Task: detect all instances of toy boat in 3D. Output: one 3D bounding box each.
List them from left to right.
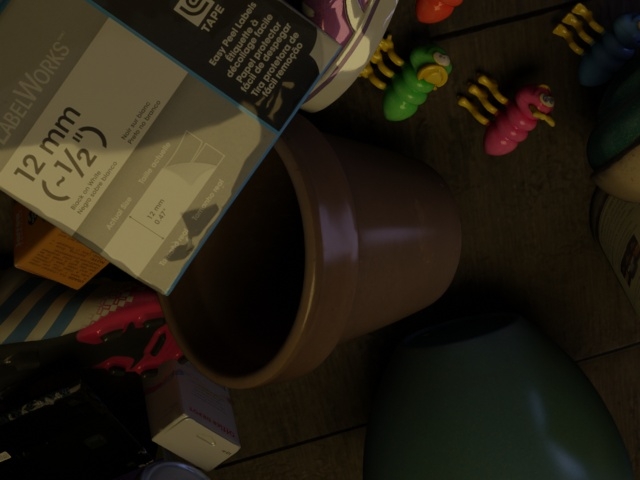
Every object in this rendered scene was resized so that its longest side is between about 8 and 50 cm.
[{"bbox_3d":[0.370,-0.166,1.483,0.318,0.267,0.148,-39,87,5],"label":"toy boat"}]

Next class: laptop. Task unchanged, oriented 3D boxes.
[{"bbox_3d":[-0.299,0.201,1.614,0.234,0.136,0.264,-24,141,5],"label":"laptop"}]

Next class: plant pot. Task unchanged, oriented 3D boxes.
[{"bbox_3d":[0.000,0.000,1.497,0.229,0.263,0.263,-3,134,-39],"label":"plant pot"},{"bbox_3d":[0.169,0.187,1.701,0.290,0.290,0.195,-15,97,-3],"label":"plant pot"}]

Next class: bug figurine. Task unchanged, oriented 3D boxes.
[{"bbox_3d":[0.169,-0.172,1.472,0.279,0.072,0.216,16,131,-28],"label":"bug figurine"}]

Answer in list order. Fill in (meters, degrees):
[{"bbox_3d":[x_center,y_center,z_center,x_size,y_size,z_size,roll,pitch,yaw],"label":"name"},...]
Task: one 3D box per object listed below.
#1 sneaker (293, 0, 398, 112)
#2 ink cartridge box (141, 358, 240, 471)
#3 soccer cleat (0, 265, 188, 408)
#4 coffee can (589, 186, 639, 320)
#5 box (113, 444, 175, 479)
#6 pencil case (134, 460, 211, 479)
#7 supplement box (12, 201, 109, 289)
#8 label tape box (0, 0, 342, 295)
[{"bbox_3d":[-0.004,-0.252,1.354,0.161,0.102,0.282,17,114,-24],"label":"sneaker"},{"bbox_3d":[-0.138,0.169,1.665,0.052,0.122,0.088,-39,130,18],"label":"ink cartridge box"},{"bbox_3d":[-0.247,0.068,1.561,0.331,0.143,0.116,-11,144,-39],"label":"soccer cleat"},{"bbox_3d":[0.412,0.042,1.607,0.202,0.275,0.201,-8,133,-9],"label":"coffee can"},{"bbox_3d":[-0.241,0.361,1.811,0.214,0.117,0.243,-17,133,-1],"label":"box"},{"bbox_3d":[-0.203,0.347,1.654,0.273,0.113,0.124,-50,162,25],"label":"pencil case"},{"bbox_3d":[-0.189,-0.050,1.450,0.080,0.078,0.233,19,136,-35],"label":"supplement box"},{"bbox_3d":[-0.196,-0.155,1.259,0.348,0.115,0.249,34,94,-18],"label":"label tape box"}]
